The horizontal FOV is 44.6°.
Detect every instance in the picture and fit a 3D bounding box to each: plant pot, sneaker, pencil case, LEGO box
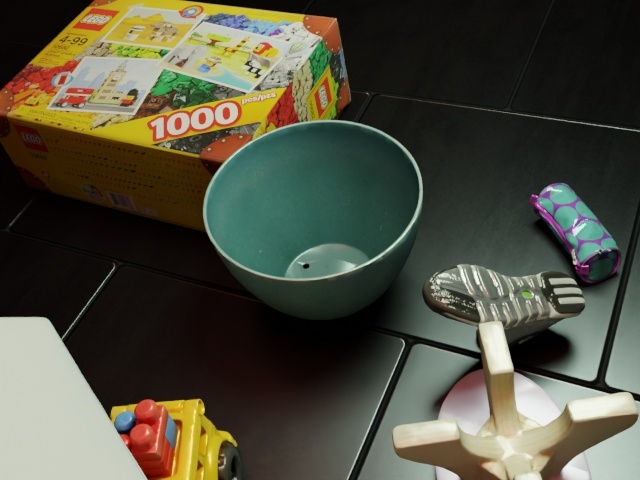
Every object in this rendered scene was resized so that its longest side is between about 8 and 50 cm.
[{"bbox_3d":[0.000,0.000,1.095,0.290,0.195,0.290,-5,49,6],"label":"plant pot"},{"bbox_3d":[0.214,0.100,0.998,0.229,0.132,0.086,5,54,-22],"label":"sneaker"},{"bbox_3d":[0.365,-0.014,1.119,0.070,0.064,0.151,-7,45,-16],"label":"pencil case"},{"bbox_3d":[-0.254,-0.235,1.367,0.500,0.193,0.372,13,53,23],"label":"LEGO box"}]

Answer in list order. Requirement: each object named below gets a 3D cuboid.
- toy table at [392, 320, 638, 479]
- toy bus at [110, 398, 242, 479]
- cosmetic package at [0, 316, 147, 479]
[{"bbox_3d":[0.211,0.233,0.869,0.252,0.160,0.274,-18,48,-3],"label":"toy table"},{"bbox_3d":[-0.183,0.284,0.877,0.150,0.211,0.220,-5,49,6],"label":"toy bus"},{"bbox_3d":[-0.428,0.290,0.730,0.394,0.329,0.327,5,28,-46],"label":"cosmetic package"}]
